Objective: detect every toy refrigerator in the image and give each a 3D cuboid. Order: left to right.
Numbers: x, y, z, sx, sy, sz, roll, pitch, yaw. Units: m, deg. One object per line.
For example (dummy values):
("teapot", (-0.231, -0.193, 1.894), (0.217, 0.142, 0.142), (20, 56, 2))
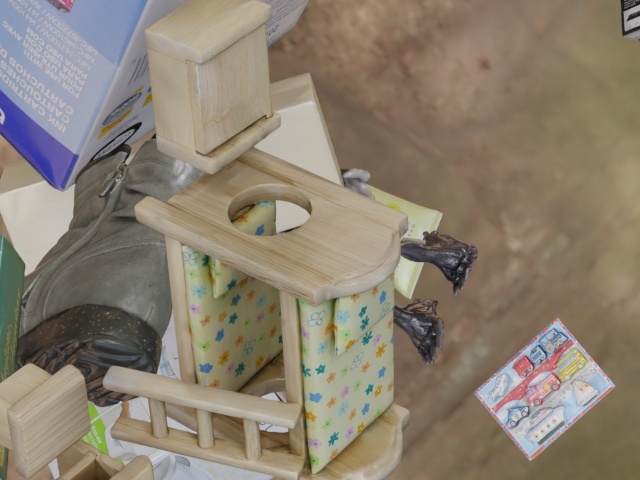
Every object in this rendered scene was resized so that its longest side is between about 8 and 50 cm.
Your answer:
("toy refrigerator", (-0.121, -0.045, 1.558), (0.269, 0.094, 0.102), (-17, 111, 3))

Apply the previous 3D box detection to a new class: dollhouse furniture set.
("dollhouse furniture set", (-0.046, 0.031, 0.698), (0.161, 0.101, 0.182), (-39, 141, -37))

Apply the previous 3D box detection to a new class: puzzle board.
("puzzle board", (0.239, 0.160, 2.019), (0.128, 0.096, 0.011), (-44, 165, 20))

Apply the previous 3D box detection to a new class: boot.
("boot", (-0.158, 0.030, 1.153), (0.083, 0.246, 0.161), (38, 52, -31))

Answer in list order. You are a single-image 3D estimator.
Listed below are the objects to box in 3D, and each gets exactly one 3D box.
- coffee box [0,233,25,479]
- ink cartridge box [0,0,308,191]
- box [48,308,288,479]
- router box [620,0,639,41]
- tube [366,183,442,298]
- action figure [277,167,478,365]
("coffee box", (-0.228, 0.059, 0.849), (0.184, 0.113, 0.040), (-5, 154, 10))
("ink cartridge box", (-0.105, -0.210, 1.294), (0.270, 0.151, 0.395), (-39, 168, -36))
("box", (-0.171, 0.159, 1.904), (0.231, 0.262, 0.127), (-34, 133, -3))
("router box", (0.331, -0.222, 1.601), (0.179, 0.046, 0.133), (11, 72, -35))
("tube", (0.030, -0.030, 1.937), (0.062, 0.240, 0.070), (-35, 132, -24))
("action figure", (0.000, 0.000, 1.664), (0.276, 0.141, 0.164), (23, 102, -12))
